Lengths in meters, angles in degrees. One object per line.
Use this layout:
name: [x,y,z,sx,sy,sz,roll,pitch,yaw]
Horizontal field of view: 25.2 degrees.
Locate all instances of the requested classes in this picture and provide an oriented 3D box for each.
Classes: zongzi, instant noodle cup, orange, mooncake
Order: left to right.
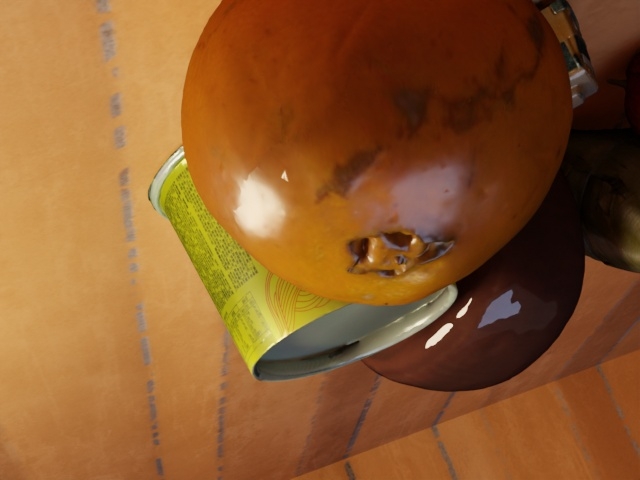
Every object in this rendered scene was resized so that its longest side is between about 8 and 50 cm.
instant noodle cup: [0.000,0.000,1.505,0.311,0.222,0.311,-20,162,-7]
orange: [0.044,-0.103,1.144,0.312,0.312,0.312,-20,162,-7]
mooncake: [0.158,0.017,1.693,0.174,0.334,0.326,5,-175,-30]
zongzi: [0.447,-0.043,1.711,0.322,0.160,0.360,-10,-161,-20]

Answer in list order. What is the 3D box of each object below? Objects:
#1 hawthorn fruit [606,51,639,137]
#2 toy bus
hawthorn fruit: [0.418,-0.168,1.661,0.172,0.148,0.148,6,166,13]
toy bus: [0.192,-0.160,1.464,0.182,0.103,0.091,-27,162,13]
